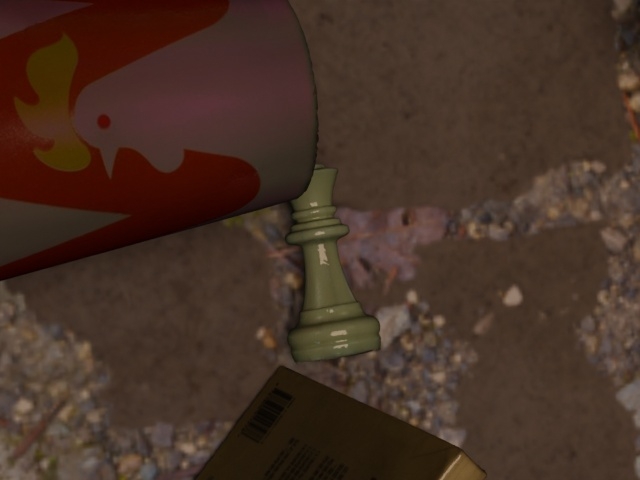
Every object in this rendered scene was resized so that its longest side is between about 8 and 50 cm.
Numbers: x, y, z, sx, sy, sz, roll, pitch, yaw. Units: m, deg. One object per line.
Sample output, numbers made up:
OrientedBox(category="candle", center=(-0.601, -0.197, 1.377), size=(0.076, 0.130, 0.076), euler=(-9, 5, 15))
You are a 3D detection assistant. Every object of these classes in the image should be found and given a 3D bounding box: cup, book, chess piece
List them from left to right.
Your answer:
OrientedBox(category="cup", center=(-0.158, -0.067, 1.049), size=(0.288, 0.203, 0.203), euler=(-10, 93, -22))
OrientedBox(category="book", center=(-0.013, 0.160, 1.059), size=(0.026, 0.231, 0.161), euler=(42, 80, -24))
OrientedBox(category="chess piece", center=(0.000, 0.000, 1.153), size=(0.059, 0.059, 0.149), euler=(-7, 86, -14))
